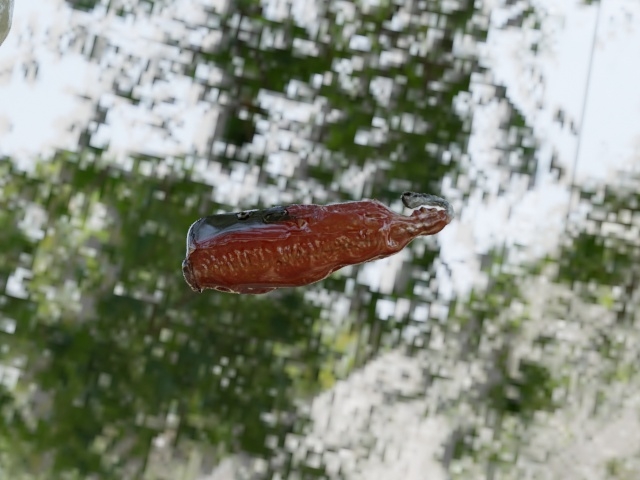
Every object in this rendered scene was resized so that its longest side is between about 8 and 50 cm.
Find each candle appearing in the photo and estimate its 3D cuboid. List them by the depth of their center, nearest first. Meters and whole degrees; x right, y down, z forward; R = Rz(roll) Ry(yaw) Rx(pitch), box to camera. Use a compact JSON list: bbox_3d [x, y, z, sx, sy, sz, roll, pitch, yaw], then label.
[{"bbox_3d":[0.000,0.000,0.978,0.162,0.053,0.048,-9,7,8],"label":"candle"}]

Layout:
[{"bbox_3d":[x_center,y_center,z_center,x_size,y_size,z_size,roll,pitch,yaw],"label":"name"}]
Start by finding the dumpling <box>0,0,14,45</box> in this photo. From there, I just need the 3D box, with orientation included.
[{"bbox_3d":[-0.351,-0.236,1.589,0.118,0.136,0.199,22,15,-7],"label":"dumpling"}]
